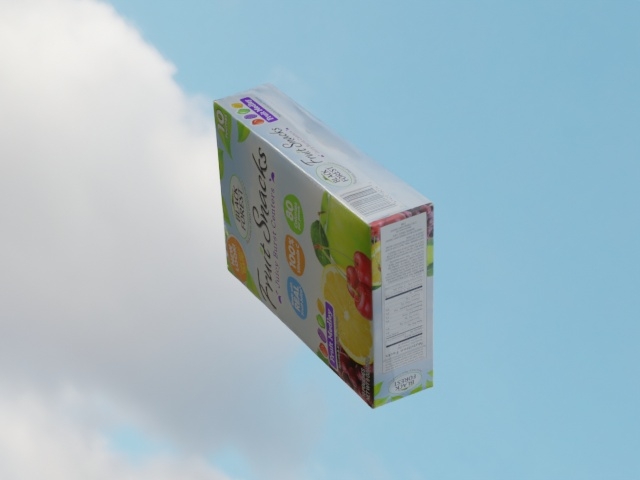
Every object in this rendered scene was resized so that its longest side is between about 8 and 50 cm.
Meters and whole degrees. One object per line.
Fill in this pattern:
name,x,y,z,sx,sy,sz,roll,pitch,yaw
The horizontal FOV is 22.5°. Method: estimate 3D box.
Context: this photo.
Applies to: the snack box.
snack box,0.000,0.000,0.750,0.141,0.037,0.100,41,-39,47
